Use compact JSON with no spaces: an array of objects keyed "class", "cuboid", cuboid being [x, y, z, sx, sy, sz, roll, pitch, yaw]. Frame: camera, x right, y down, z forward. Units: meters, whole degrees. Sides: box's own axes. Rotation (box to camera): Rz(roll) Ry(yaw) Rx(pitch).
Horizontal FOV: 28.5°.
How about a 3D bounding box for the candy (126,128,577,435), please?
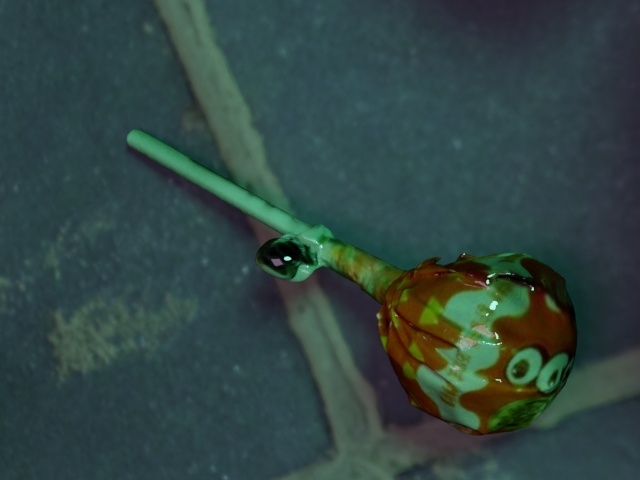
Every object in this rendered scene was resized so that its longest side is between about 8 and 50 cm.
[{"class":"candy","cuboid":[0.000,-0.001,0.620,0.287,0.078,0.084,31,118,33]}]
